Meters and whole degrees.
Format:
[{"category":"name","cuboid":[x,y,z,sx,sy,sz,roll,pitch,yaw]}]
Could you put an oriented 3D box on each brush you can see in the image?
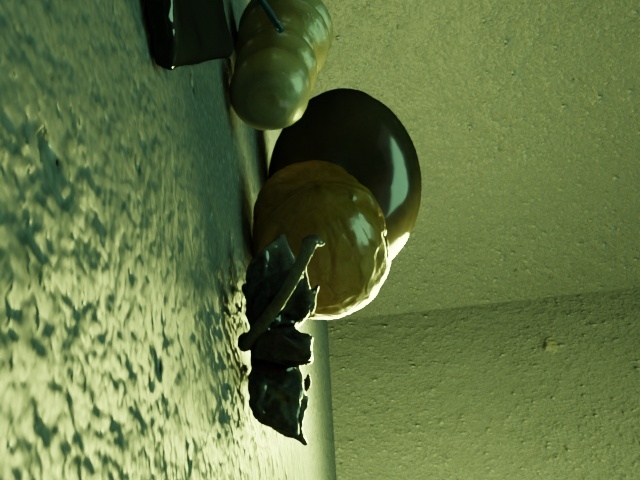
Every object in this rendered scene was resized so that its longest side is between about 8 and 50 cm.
[{"category":"brush","cuboid":[-0.091,-0.321,0.874,0.164,0.014,0.051,55,17,-23]}]

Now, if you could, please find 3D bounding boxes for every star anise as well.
[{"category":"star anise","cuboid":[-0.046,0.095,0.763,0.262,0.081,0.230,97,-9,-47]}]

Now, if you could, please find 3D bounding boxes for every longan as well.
[{"category":"longan","cuboid":[0.042,-0.094,1.262,0.288,0.289,0.350,79,14,-67]}]

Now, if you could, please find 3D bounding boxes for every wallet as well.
[{"category":"wallet","cuboid":[-0.115,-0.228,0.633,0.285,0.030,0.146,-86,172,-74]}]

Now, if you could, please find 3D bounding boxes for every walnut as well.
[{"category":"walnut","cuboid":[0.000,0.000,0.971,0.221,0.195,0.195,79,5,-49]}]

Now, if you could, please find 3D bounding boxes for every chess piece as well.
[{"category":"chess piece","cuboid":[-0.058,-0.233,0.975,0.261,0.143,0.142,-85,170,-52]}]
